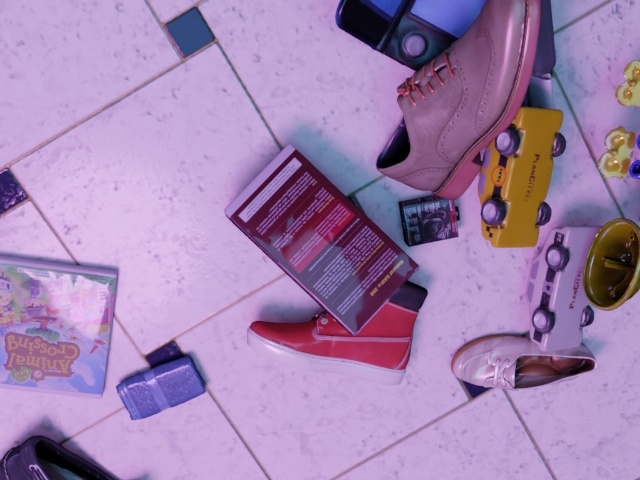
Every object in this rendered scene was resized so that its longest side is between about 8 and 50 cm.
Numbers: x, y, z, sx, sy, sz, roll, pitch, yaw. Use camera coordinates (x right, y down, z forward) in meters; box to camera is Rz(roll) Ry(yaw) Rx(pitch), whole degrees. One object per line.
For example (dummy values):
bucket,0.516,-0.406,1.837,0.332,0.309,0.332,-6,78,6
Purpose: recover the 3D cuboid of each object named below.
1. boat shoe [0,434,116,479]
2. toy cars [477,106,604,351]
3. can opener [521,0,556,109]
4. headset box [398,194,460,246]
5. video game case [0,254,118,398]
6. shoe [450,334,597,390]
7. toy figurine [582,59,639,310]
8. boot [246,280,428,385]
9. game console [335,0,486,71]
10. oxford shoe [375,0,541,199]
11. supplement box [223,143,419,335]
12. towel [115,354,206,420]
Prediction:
boat shoe,-0.308,0.395,1.268,0.340,0.127,0.113,40,110,-6
toy cars,0.297,-0.014,1.217,0.176,0.087,0.393,-42,124,-15
can opener,0.262,-0.237,1.140,0.093,0.074,0.280,-30,128,-26
headset box,0.158,-0.031,1.248,0.083,0.032,0.062,-12,107,-4
video game case,-0.403,0.121,1.232,0.212,0.023,0.193,8,105,-9
shoe,0.306,0.183,1.310,0.219,0.058,0.076,-4,106,-5
toy figurine,0.513,-0.067,1.198,0.217,0.191,0.362,4,100,-45
boot,0.025,0.098,1.246,0.244,0.088,0.176,11,102,-16
game console,0.177,-0.348,1.088,0.250,0.173,0.293,25,102,-12
oxford shoe,0.165,-0.182,1.088,0.130,0.123,0.348,9,137,-10
supplement box,0.000,0.000,1.177,0.239,0.073,0.130,44,85,0
towel,-0.231,0.214,1.275,0.119,0.029,0.067,-21,107,1
